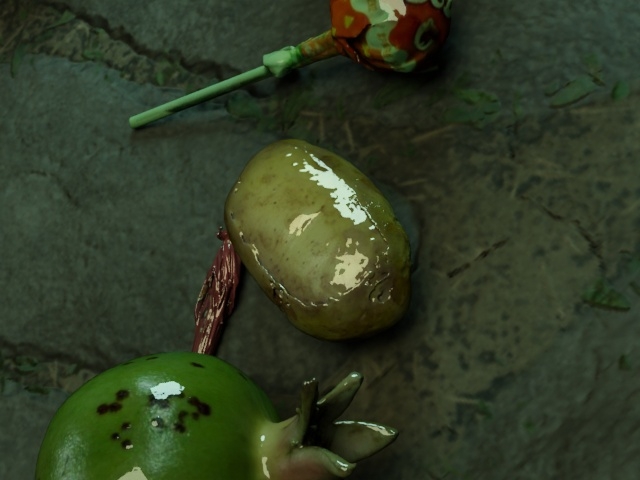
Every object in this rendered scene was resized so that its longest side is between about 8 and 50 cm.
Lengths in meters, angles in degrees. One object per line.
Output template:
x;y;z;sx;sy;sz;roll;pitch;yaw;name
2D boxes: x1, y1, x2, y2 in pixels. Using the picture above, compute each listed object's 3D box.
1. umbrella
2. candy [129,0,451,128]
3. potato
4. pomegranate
-0.076;0.045;1.021;0.027;0.025;0.165;11;75;13;umbrella
-0.030;-0.128;1.060;0.288;0.078;0.084;-19;80;29;candy
0.000;0.000;0.968;0.107;0.080;0.170;-42;58;-5;potato
-0.065;0.150;0.875;0.224;0.181;0.181;-15;62;23;pomegranate
